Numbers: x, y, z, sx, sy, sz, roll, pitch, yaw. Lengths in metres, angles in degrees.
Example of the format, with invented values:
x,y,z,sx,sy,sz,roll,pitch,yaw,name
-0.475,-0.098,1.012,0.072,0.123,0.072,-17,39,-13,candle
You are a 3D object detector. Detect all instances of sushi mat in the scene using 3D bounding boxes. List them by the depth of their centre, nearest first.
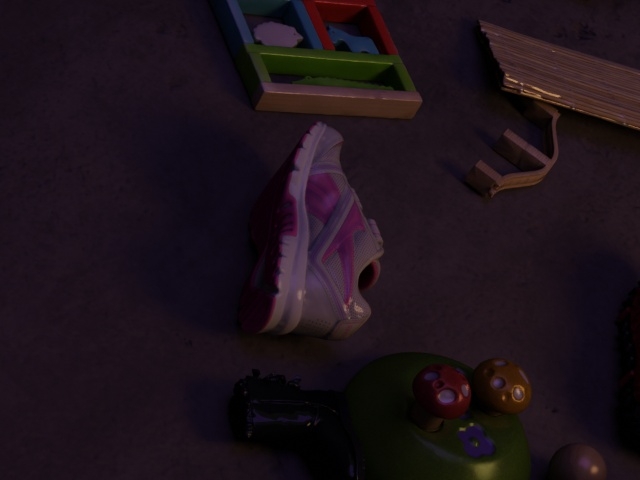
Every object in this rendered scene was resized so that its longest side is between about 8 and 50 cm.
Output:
x,y,z,sx,sy,sz,roll,pitch,yaw,name
0.328,-0.172,2.043,0.316,0.019,0.151,14,30,-19,sushi mat

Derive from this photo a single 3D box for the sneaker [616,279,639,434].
x,y,z,sx,sy,sz,roll,pitch,yaw,name
0.360,0.118,1.755,0.125,0.104,0.262,38,42,-19,sneaker

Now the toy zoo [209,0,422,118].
x,y,z,sx,sy,sz,roll,pitch,yaw,name
-0.026,-0.248,1.915,0.192,0.030,0.293,2,49,-30,toy zoo

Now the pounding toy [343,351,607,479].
x,y,z,sx,sy,sz,roll,pitch,yaw,name
0.139,0.162,1.544,0.237,0.110,0.183,35,41,5,pounding toy

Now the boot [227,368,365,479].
x,y,z,sx,sy,sz,roll,pitch,yaw,name
-0.021,0.162,1.498,0.099,0.045,0.121,11,39,-24,boot

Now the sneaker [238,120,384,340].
x,y,z,sx,sy,sz,roll,pitch,yaw,name
0.000,0.000,1.641,0.111,0.103,0.252,23,47,-16,sneaker

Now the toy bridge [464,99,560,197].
x,y,z,sx,sy,sz,roll,pitch,yaw,name
0.215,-0.090,1.907,0.063,0.026,0.188,37,40,6,toy bridge
